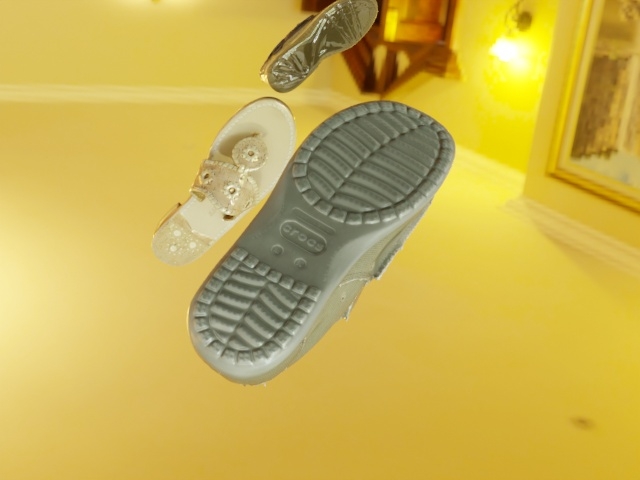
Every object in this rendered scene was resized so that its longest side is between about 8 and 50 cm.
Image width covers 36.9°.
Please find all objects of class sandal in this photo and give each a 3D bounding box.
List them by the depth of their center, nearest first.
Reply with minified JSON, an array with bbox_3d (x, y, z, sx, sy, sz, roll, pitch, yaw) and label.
[{"bbox_3d":[-0.105,-0.042,1.036,0.088,0.240,0.079,32,-152,-20],"label":"sandal"}]

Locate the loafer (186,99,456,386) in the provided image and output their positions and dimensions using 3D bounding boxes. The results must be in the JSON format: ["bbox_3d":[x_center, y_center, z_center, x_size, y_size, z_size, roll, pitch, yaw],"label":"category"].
[{"bbox_3d":[0.000,0.000,0.648,0.094,0.087,0.251,37,-118,13],"label":"loafer"}]

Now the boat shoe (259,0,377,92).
[{"bbox_3d":[-0.006,-0.220,1.037,0.152,0.056,0.049,-38,-144,-12],"label":"boat shoe"}]
